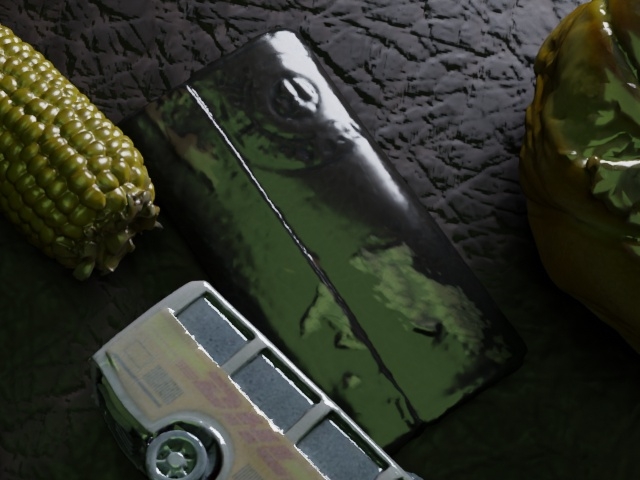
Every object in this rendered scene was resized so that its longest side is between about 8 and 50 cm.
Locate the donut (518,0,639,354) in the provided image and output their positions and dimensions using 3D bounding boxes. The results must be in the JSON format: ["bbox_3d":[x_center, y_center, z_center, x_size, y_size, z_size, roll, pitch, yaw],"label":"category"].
[{"bbox_3d":[0.323,-0.066,0.946,0.360,0.170,0.360,1,78,-7],"label":"donut"}]

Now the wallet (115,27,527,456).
[{"bbox_3d":[0.000,0.000,0.946,0.170,0.044,0.321,-32,79,-17],"label":"wallet"}]

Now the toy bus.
[{"bbox_3d":[-0.012,0.183,0.839,0.342,0.097,0.138,42,62,16],"label":"toy bus"}]

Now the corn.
[{"bbox_3d":[-0.238,-0.103,0.921,0.106,0.106,0.305,-42,79,-17],"label":"corn"}]
